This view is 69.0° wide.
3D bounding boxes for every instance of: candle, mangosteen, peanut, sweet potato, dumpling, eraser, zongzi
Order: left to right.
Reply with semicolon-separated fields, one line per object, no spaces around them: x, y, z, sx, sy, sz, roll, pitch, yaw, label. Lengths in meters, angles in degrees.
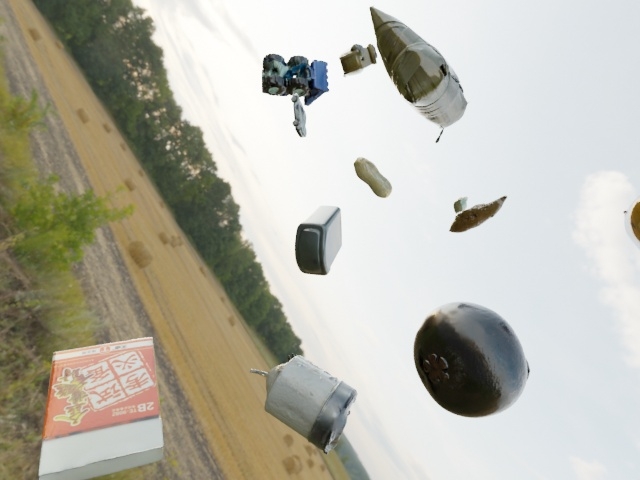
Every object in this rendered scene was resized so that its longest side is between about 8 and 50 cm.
-0.331;0.248;0.716;0.230;0.157;0.038;-124;-144;-51;eraser
-0.065;0.420;1.287;0.330;0.187;0.187;27;-24;19;candle
0.214;-0.257;1.914;0.207;0.087;0.087;46;-10;-11;peanut
0.417;-0.702;1.922;0.500;0.218;0.467;15;50;-58;zongzi
0.494;-0.128;1.626;0.043;0.059;0.077;36;-29;50;dumpling
0.447;-0.072;1.339;0.068;0.060;0.205;42;-50;-20;sweet potato
0.380;0.278;1.135;0.275;0.302;0.275;4;-84;53;mangosteen

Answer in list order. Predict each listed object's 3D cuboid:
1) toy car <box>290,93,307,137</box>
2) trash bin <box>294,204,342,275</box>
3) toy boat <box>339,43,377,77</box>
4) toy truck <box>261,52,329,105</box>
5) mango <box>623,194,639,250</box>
-0.042;-0.253;0.936;0.041;0.025;0.093;44;40;-73;toy car
0.000;0.000;1.482;0.236;0.101;0.177;-54;144;-59;trash bin
0.130;-0.607;1.556;0.321;0.121;0.089;-70;140;-68;toy boat
-0.081;-0.497;1.458;0.126;0.208;0.113;118;-29;-72;toy truck
0.905;-0.030;1.225;0.290;0.160;0.191;23;41;-41;mango
